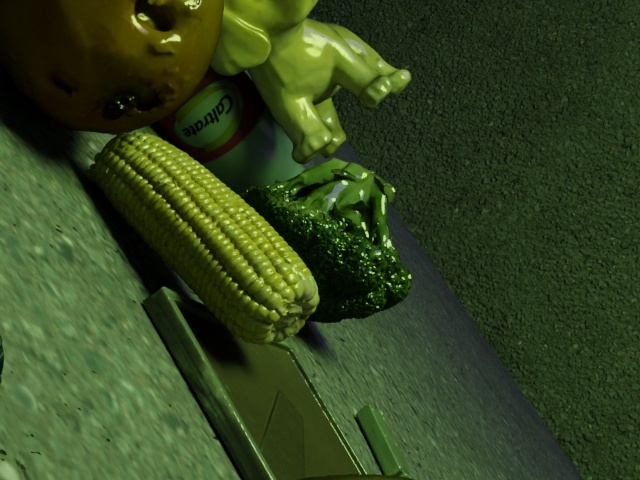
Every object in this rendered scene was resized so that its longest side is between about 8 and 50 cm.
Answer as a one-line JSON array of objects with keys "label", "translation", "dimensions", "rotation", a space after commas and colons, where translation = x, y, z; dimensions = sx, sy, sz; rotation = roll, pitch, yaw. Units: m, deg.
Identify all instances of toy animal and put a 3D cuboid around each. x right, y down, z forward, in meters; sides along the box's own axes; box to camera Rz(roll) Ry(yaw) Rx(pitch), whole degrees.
[{"label": "toy animal", "translation": [-0.013, -0.162, 0.948], "dimensions": [0.169, 0.121, 0.233], "rotation": [52, 13, 13]}]

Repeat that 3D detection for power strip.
[{"label": "power strip", "translation": [0.051, 0.163, 0.864], "dimensions": [0.027, 0.017, 0.083], "rotation": [46, 10, -43]}]

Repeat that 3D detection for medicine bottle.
[{"label": "medicine bottle", "translation": [-0.075, -0.092, 0.994], "dimensions": [0.217, 0.090, 0.090], "rotation": [47, 9, -31]}]

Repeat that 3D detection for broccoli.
[{"label": "broccoli", "translation": [0.000, 0.000, 0.917], "dimensions": [0.162, 0.138, 0.146], "rotation": [23, -16, 28]}]

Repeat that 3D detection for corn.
[{"label": "corn", "translation": [-0.072, -0.004, 0.667], "dimensions": [0.165, 0.063, 0.085], "rotation": [42, 27, 19]}]

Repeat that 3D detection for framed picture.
[{"label": "framed picture", "translation": [-0.025, 0.110, 0.675], "dimensions": [0.150, 0.015, 0.203], "rotation": [56, 8, 23]}]

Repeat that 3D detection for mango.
[{"label": "mango", "translation": [-0.140, -0.163, 0.693], "dimensions": [0.151, 0.156, 0.249], "rotation": [46, 13, -31]}]

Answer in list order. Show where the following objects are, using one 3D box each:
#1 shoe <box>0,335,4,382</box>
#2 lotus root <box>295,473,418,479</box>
[{"label": "shoe", "translation": [-0.142, -0.011, 0.336], "dimensions": [0.143, 0.071, 0.064], "rotation": [56, 8, -6]}, {"label": "lotus root", "translation": [0.046, 0.170, 0.330], "dimensions": [0.309, 0.173, 0.173], "rotation": [46, 10, -26]}]
